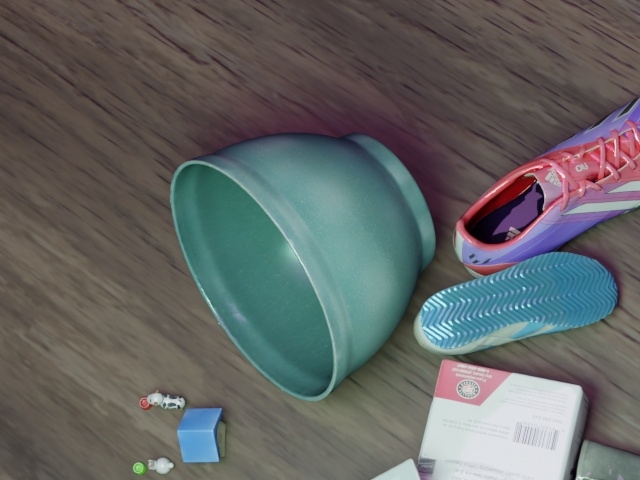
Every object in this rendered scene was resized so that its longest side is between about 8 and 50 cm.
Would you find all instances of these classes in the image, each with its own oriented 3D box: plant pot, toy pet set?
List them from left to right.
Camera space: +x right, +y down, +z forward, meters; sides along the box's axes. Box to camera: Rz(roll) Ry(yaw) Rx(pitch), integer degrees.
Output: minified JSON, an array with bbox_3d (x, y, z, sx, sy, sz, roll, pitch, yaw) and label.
[{"bbox_3d":[-0.166,0.230,2.075,0.114,0.065,0.122,-2,74,15],"label":"toy pet set"},{"bbox_3d":[0.000,0.000,2.005,0.196,0.293,0.293,-31,66,-24],"label":"plant pot"}]

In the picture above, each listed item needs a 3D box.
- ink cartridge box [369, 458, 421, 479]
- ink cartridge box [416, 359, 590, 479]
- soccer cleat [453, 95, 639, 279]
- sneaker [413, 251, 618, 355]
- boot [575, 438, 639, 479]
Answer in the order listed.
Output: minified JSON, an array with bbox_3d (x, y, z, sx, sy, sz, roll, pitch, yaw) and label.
[{"bbox_3d":[0.050,0.391,1.921,0.275,0.060,0.238,-32,66,29],"label":"ink cartridge box"},{"bbox_3d":[0.186,0.253,1.959,0.159,0.092,0.217,11,76,18],"label":"ink cartridge box"},{"bbox_3d":[0.284,-0.068,2.014,0.318,0.116,0.108,-34,68,3],"label":"soccer cleat"},{"bbox_3d":[0.211,0.070,2.011,0.229,0.092,0.087,-10,81,-10],"label":"sneaker"},{"bbox_3d":[0.376,0.245,1.930,0.209,0.076,0.189,14,76,25],"label":"boot"}]
